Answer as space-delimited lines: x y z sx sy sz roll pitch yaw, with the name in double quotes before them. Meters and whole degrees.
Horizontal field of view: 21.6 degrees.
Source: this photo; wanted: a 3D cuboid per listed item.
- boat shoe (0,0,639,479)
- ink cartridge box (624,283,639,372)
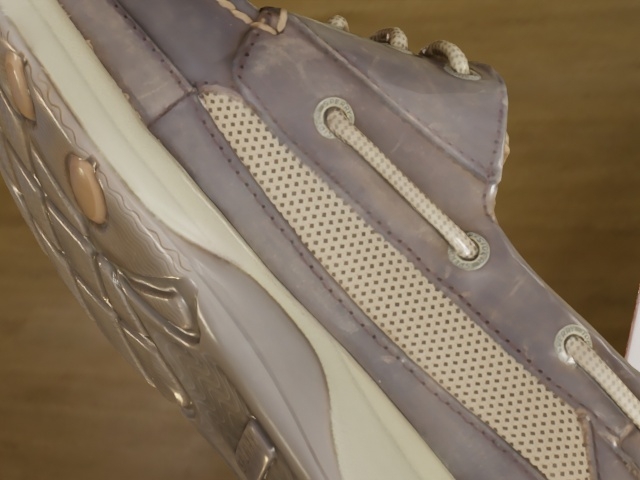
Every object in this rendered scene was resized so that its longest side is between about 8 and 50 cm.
"boat shoe" 0.000 0.000 0.539 0.130 0.355 0.132 -34 173 -20
"ink cartridge box" 0.264 0.172 1.089 0.066 0.261 0.296 -28 -144 51
